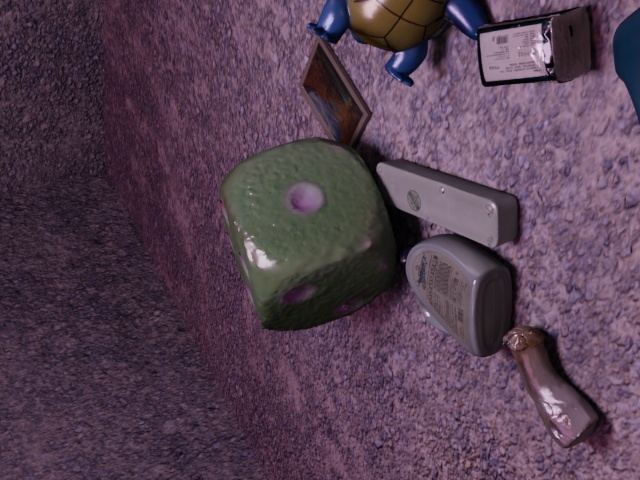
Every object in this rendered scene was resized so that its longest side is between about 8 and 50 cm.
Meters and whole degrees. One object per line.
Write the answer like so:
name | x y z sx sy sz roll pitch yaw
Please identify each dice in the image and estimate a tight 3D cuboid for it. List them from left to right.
dice | -0.030 -0.007 1.759 0.330 0.318 0.322 89 160 -59

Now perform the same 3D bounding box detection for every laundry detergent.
laundry detergent | 0.247 0.090 1.576 0.280 0.105 0.214 30 132 53

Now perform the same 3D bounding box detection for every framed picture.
framed picture | 0.029 -0.327 1.857 0.250 0.016 0.184 62 151 22

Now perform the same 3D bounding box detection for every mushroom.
mushroom | 0.398 0.251 1.409 0.092 0.081 0.223 87 159 -65

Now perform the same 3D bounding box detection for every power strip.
power strip | 0.229 -0.084 1.560 0.385 0.062 0.091 29 130 54

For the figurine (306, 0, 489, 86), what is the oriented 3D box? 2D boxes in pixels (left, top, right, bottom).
figurine | 0.144 -0.417 1.398 0.298 0.243 0.416 32 161 -14

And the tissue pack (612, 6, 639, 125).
tissue pack | 0.473 -0.157 0.896 0.206 0.198 0.287 -14 90 65

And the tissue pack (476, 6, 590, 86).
tissue pack | 0.324 -0.293 1.227 0.170 0.091 0.103 17 119 61
